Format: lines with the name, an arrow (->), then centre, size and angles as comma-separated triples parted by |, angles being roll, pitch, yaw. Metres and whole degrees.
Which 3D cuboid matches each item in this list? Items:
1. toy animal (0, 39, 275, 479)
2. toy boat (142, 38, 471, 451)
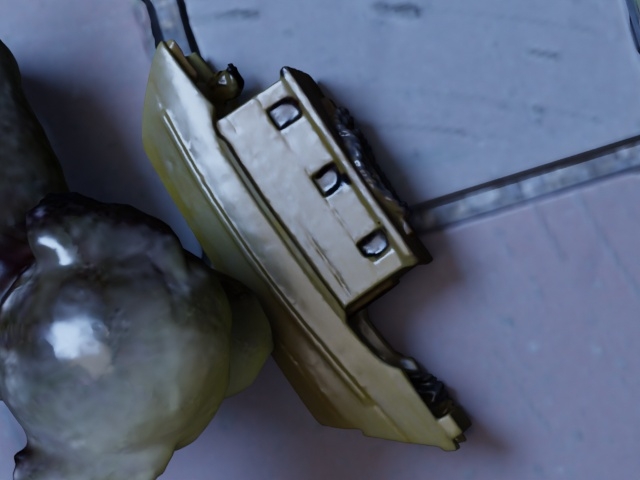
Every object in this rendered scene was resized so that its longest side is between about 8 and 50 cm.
toy animal -> -0.119, 0.002, 0.647 | 0.121, 0.168, 0.233 | -28, 74, -28
toy boat -> 0.000, 0.000, 0.671 | 0.077, 0.057, 0.200 | -34, 84, 10
